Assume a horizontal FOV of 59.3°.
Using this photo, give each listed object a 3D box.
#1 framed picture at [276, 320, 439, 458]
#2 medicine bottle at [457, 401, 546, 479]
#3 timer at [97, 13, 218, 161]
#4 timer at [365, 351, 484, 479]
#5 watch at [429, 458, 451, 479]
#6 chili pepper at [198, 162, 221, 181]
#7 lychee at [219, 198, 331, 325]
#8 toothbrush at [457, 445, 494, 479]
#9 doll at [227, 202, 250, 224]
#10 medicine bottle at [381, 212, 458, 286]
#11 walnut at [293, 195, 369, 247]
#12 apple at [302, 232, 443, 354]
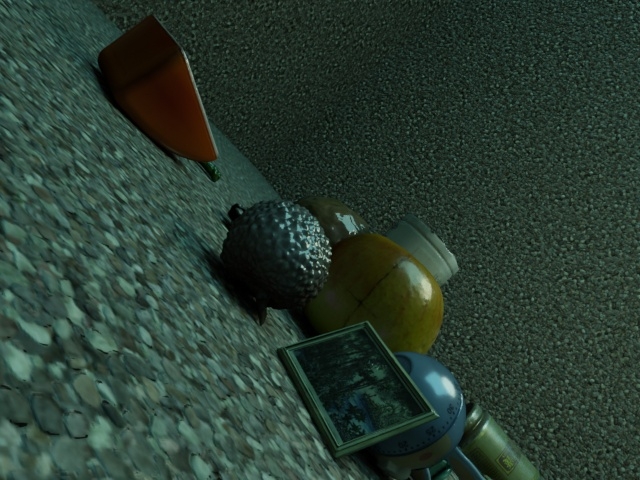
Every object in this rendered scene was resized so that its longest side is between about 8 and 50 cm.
[{"bbox_3d":[0.042,0.177,0.715,0.183,0.142,0.011,-128,-149,-48],"label":"framed picture"},{"bbox_3d":[0.436,0.566,1.377,0.322,0.151,0.151,50,3,8],"label":"medicine bottle"},{"bbox_3d":[-0.327,-0.304,1.199,0.257,0.161,0.250,51,-4,44],"label":"timer"},{"bbox_3d":[0.131,0.283,0.787,0.175,0.175,0.255,-105,-176,-84],"label":"timer"},{"bbox_3d":[0.164,0.339,1.030,0.195,0.068,0.237,51,4,17],"label":"watch"},{"bbox_3d":[-0.301,-0.203,1.450,0.118,0.035,0.055,52,-16,-29],"label":"chili pepper"},{"bbox_3d":[-0.067,0.029,0.826,0.165,0.197,0.165,19,-33,13],"label":"lychee"},{"bbox_3d":[0.195,0.326,0.936,0.413,0.035,0.042,48,-12,-23],"label":"toothbrush"},{"bbox_3d":[-0.148,-0.034,1.234,0.091,0.067,0.219,53,9,10],"label":"doll"},{"bbox_3d":[0.152,0.109,1.370,0.190,0.332,0.190,49,-2,3],"label":"medicine bottle"},{"bbox_3d":[0.001,-0.002,1.485,0.248,0.248,0.248,49,2,-3],"label":"walnut"},{"bbox_3d":[0.102,0.119,1.093,0.286,0.233,0.286,37,-4,3],"label":"apple"}]
